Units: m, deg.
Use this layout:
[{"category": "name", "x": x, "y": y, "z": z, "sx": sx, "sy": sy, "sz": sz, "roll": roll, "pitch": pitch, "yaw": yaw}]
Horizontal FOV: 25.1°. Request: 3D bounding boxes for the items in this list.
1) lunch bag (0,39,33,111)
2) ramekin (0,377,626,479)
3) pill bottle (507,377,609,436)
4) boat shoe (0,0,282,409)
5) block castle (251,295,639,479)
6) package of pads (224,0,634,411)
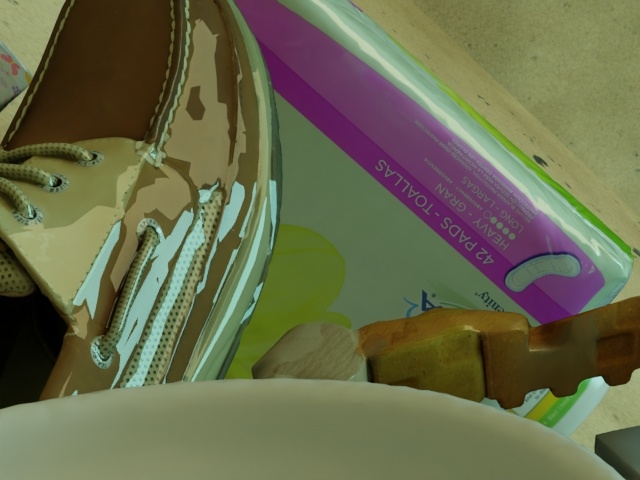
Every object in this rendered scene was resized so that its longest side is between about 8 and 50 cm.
[{"category": "lunch bag", "x": -0.233, "y": -0.110, "z": 0.903, "sx": 0.083, "sy": 0.053, "sz": 0.071, "roll": 49, "pitch": 19, "yaw": -10}, {"category": "ramekin", "x": -0.053, "y": 0.141, "z": 0.350, "sx": 0.277, "sy": 0.277, "sz": 0.135, "roll": -48, "pitch": 133, "yaw": -72}, {"category": "pill bottle", "x": 0.094, "y": 0.045, "z": 1.077, "sx": 0.245, "sy": 0.136, "sz": 0.136, "roll": 40, "pitch": 18, "yaw": -6}, {"category": "boat shoe", "x": -0.100, "y": 0.018, "z": 0.553, "sx": 0.120, "sy": 0.122, "sz": 0.324, "roll": 37, "pitch": 51, "yaw": -47}, {"category": "block castle", "x": 0.150, "y": 0.212, "z": 0.567, "sx": 0.453, "sy": 0.303, "sz": 0.213, "roll": -111, "pitch": -170, "yaw": -56}, {"category": "package of pads", "x": 0.000, "y": 0.000, "z": 0.845, "sx": 0.296, "sy": 0.229, "sz": 0.101, "roll": 41, "pitch": 15, "yaw": 1}]
